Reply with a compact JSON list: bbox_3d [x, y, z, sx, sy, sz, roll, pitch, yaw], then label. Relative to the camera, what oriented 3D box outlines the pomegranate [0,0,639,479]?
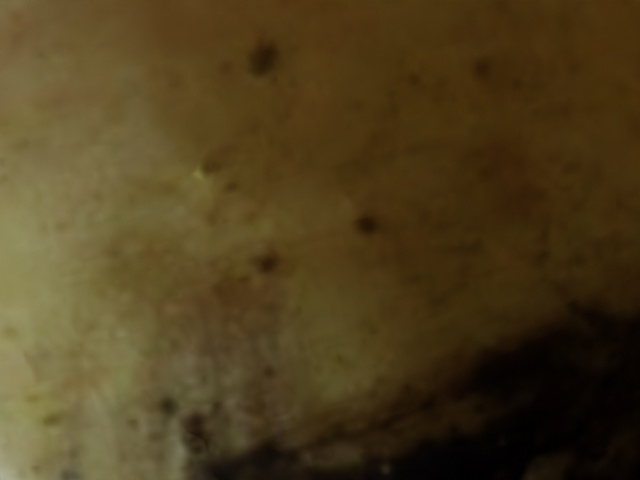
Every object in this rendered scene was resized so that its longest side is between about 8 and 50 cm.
[{"bbox_3d":[-0.017,0.003,0.449,0.322,0.322,0.322,165,90,-80],"label":"pomegranate"}]
